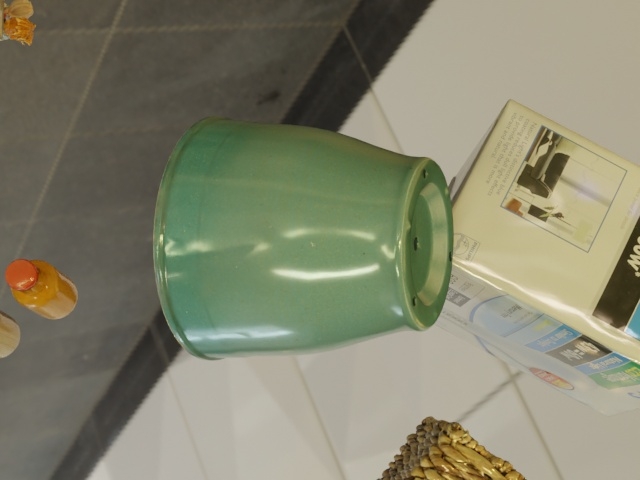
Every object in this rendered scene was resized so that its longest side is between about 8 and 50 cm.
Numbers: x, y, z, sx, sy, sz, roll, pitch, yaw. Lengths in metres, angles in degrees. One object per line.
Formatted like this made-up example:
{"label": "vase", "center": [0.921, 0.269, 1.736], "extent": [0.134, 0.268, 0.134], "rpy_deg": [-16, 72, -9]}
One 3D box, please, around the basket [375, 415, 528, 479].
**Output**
{"label": "basket", "center": [0.146, 0.343, 1.275], "extent": [0.223, 0.213, 0.299], "rpy_deg": [-52, 176, -7]}

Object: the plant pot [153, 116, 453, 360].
{"label": "plant pot", "center": [0.000, 0.000, 1.239], "extent": [0.255, 0.271, 0.272], "rpy_deg": [1, 166, 22]}

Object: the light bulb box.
{"label": "light bulb box", "center": [0.317, 0.041, 1.493], "extent": [0.225, 0.361, 0.358], "rpy_deg": [-61, 178, -13]}

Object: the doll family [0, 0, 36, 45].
{"label": "doll family", "center": [-0.504, -0.323, 1.661], "extent": [0.163, 0.118, 0.263], "rpy_deg": [5, 172, 10]}

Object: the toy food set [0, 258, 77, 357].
{"label": "toy food set", "center": [-0.328, 0.040, 0.933], "extent": [0.232, 0.111, 0.104], "rpy_deg": [16, 167, 6]}

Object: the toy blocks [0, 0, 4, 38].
{"label": "toy blocks", "center": [-0.479, -0.232, 1.177], "extent": [0.382, 0.260, 0.190], "rpy_deg": [-3, 160, 0]}
